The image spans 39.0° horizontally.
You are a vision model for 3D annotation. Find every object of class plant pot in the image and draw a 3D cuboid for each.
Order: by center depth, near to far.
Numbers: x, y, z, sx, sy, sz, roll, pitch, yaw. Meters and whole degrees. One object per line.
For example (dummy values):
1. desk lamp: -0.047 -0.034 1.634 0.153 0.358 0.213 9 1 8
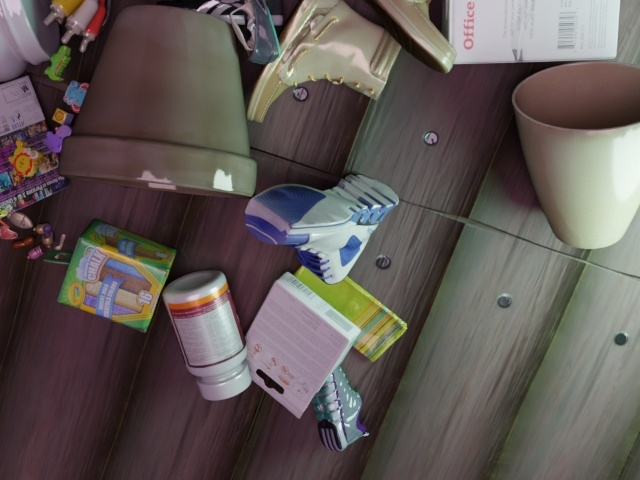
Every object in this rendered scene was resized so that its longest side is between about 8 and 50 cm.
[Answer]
1. plant pot: -0.250 -0.223 1.482 0.323 0.323 0.280 7 89 -4
2. plant pot: 0.466 -0.133 1.565 0.256 0.256 0.274 -10 125 1

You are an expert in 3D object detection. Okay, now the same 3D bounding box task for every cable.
1. cable: -0.347 -0.444 1.493 0.072 0.139 0.287 32 88 24

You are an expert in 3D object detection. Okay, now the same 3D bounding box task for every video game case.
1. video game case: -0.553 -0.147 1.521 0.042 0.232 0.210 -3 112 37

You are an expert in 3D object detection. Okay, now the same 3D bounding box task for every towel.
1. towel: 0.046 0.129 1.725 0.237 0.021 0.102 39 101 -12

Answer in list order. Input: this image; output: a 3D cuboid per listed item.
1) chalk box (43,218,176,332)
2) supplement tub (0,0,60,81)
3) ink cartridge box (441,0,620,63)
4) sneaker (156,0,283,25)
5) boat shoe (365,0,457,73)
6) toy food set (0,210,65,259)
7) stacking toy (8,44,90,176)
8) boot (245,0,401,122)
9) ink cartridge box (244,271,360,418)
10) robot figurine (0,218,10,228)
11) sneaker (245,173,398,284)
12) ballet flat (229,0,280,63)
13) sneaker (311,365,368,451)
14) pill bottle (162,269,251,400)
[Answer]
1. chalk box: -0.385 0.051 1.626 0.213 0.132 0.132 22 105 -10
2. supplement tub: -0.606 -0.352 1.438 0.325 0.235 0.235 -12 107 1
3. ink cartridge box: 0.347 -0.410 1.519 0.283 0.117 0.207 -2 108 -2
4. sneaker: -0.170 -0.425 1.523 0.217 0.079 0.121 1 101 -8
5. boat shoe: 0.131 -0.404 1.480 0.098 0.109 0.302 -39 75 2
6. toy food set: -0.536 -0.005 1.661 0.122 0.019 0.078 21 105 -8
7. stacking toy: -0.419 -0.207 1.518 0.052 0.167 0.221 28 99 14
8. boot: 0.006 -0.283 1.561 0.203 0.095 0.262 29 101 -12
9. ink cartridge box: -0.049 0.198 1.701 0.181 0.056 0.224 38 124 14
10. robot figurine: -0.619 -0.109 1.570 0.128 0.158 0.219 -6 109 28
11. sneaker: 0.001 0.000 1.571 0.127 0.315 0.182 38 120 29
12. ballet flat: -0.116 -0.383 1.454 0.074 0.074 0.203 -11 99 1
13. sneaker: 0.031 0.291 1.762 0.098 0.083 0.223 -15 96 -38
14. pill bottle: -0.205 0.175 1.677 0.121 0.121 0.221 -15 108 2
